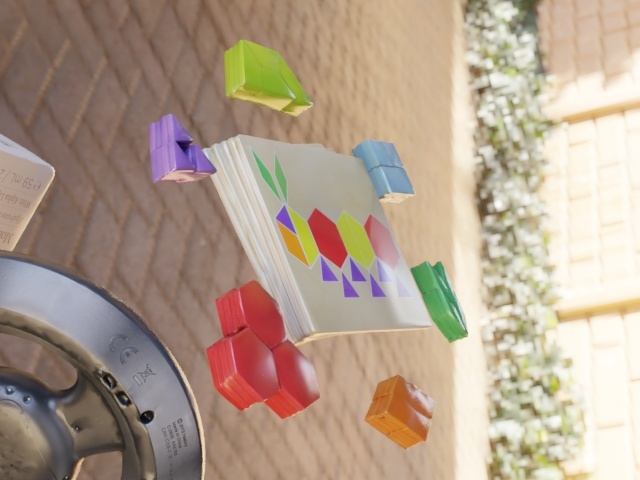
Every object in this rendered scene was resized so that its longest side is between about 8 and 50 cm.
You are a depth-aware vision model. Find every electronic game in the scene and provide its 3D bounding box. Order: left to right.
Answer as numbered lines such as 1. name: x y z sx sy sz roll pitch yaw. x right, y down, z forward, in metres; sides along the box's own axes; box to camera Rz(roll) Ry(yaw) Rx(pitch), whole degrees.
1. electronic game: -0.177 0.112 0.735 0.048 0.229 0.229 -68 141 -67

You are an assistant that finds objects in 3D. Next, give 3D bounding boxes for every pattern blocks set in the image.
1. pattern blocks set: 0.000 0.000 0.860 0.325 0.026 0.285 17 50 -56

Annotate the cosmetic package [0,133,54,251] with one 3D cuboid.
1. cosmetic package: -0.315 -0.017 0.916 0.184 0.151 0.151 -61 164 2
